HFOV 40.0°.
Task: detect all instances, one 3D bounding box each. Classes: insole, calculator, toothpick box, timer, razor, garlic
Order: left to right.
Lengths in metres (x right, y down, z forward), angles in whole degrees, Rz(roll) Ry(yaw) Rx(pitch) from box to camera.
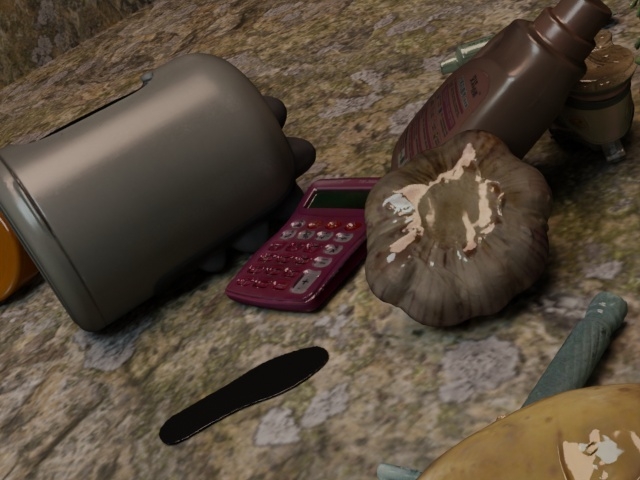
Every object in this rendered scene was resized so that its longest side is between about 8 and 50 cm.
[{"bbox_3d":[-0.386,-0.002,1.122,0.132,0.132,0.152,-12,8,25],"label":"timer"},{"bbox_3d":[-0.161,-0.059,0.928,0.316,0.229,0.229,-32,28,-17],"label":"toothpick box"},{"bbox_3d":[-0.063,0.125,0.718,0.153,0.002,0.053,-28,27,-6],"label":"insole"},{"bbox_3d":[0.000,0.000,0.859,0.127,0.034,0.190,5,45,44],"label":"calculator"},{"bbox_3d":[0.107,-0.007,0.691,0.147,0.102,0.159,25,75,19],"label":"garlic"},{"bbox_3d":[0.139,0.105,0.536,0.106,0.068,0.232,2,31,41],"label":"razor"}]

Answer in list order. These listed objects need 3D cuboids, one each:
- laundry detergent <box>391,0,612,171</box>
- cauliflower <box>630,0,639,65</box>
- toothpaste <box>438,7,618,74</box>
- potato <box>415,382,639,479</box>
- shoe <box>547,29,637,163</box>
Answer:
[{"bbox_3d":[0.154,-0.132,0.784,0.237,0.076,0.171,-54,17,30],"label":"laundry detergent"},{"bbox_3d":[0.338,-0.116,0.564,0.261,0.326,0.281,7,-6,25],"label":"cauliflower"},{"bbox_3d":[0.252,-0.248,1.083,0.218,0.041,0.064,-18,22,6],"label":"toothpaste"},{"bbox_3d":[0.097,0.164,0.363,0.161,0.128,0.234,29,93,35],"label":"potato"},{"bbox_3d":[0.251,-0.140,0.838,0.089,0.092,0.180,-19,24,3],"label":"shoe"}]
